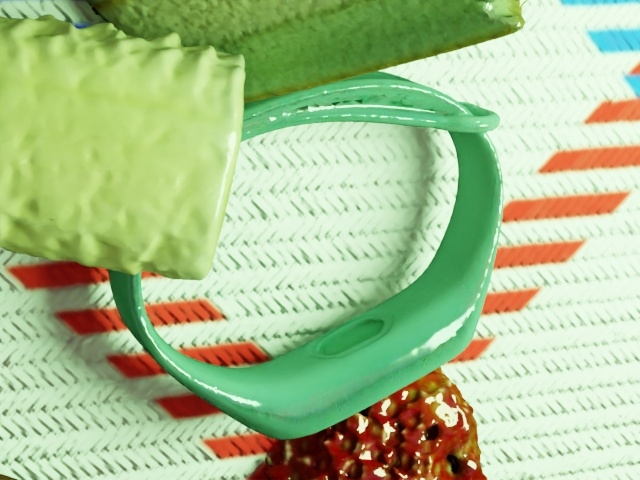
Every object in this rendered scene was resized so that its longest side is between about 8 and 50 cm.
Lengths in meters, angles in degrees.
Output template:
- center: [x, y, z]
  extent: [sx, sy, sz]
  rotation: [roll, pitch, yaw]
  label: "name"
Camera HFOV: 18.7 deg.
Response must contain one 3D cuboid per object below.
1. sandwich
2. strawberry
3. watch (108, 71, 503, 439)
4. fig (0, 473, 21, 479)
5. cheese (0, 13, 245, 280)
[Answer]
- center: [0.006, -0.165, 0.960]
  extent: [0.227, 0.198, 0.155]
  rotation: [-46, 121, -4]
  label: "sandwich"
- center: [0.035, 0.213, 1.163]
  extent: [0.188, 0.106, 0.286]
  rotation: [1, 107, -28]
  label: "strawberry"
- center: [0.000, 0.000, 1.091]
  extent: [0.237, 0.068, 0.195]
  rotation: [-26, 109, -13]
  label: "watch"
- center: [-0.208, 0.236, 1.009]
  extent: [0.235, 0.214, 0.235]
  rotation: [-11, 136, -11]
  label: "fig"
- center: [-0.126, -0.049, 0.972]
  extent: [0.167, 0.094, 0.123]
  rotation: [9, 80, -10]
  label: "cheese"
